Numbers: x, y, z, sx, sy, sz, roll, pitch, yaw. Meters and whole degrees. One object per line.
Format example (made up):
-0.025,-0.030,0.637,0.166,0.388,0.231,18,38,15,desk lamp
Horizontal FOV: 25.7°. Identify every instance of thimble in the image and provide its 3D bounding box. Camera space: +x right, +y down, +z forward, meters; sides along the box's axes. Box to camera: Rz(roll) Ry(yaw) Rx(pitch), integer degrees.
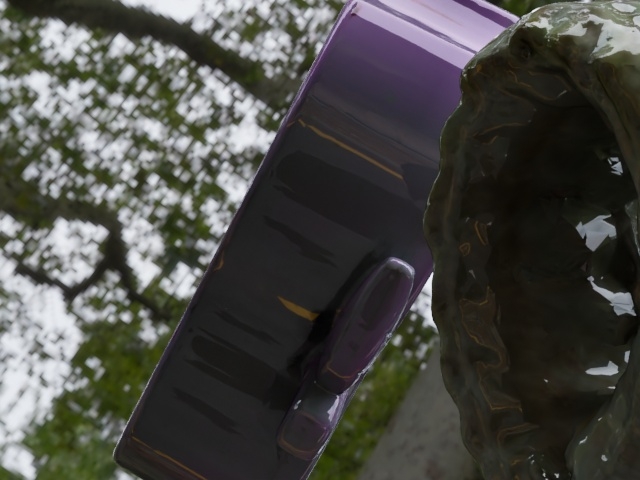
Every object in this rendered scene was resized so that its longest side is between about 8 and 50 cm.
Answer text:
0.126,0.010,0.476,0.137,0.143,0.190,22,-64,53,thimble

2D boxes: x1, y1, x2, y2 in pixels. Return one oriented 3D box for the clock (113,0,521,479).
0.000,0.000,0.798,0.102,0.338,0.338,28,-39,-2,clock
